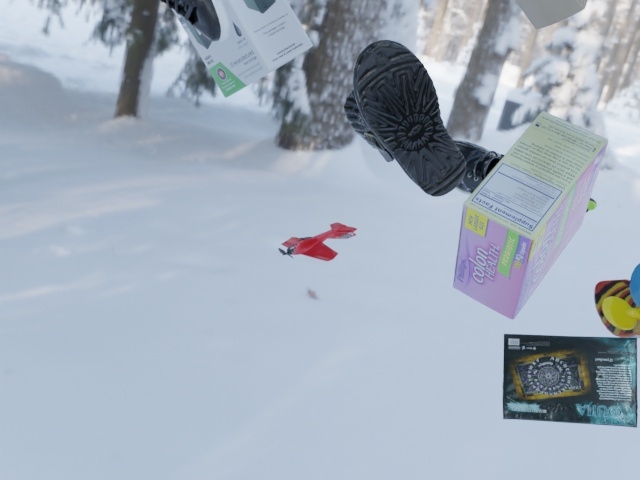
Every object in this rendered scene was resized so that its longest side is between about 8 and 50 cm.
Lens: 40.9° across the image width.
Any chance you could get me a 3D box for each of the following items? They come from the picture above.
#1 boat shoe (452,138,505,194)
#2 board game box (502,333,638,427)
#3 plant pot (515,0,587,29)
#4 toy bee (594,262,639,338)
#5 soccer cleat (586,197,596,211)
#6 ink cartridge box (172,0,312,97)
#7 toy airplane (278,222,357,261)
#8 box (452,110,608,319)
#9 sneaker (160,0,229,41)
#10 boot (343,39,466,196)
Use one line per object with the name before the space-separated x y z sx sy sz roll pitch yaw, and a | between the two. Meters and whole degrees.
boat shoe | 0.398 -0.145 1.948 0.340 0.127 0.113 40 -11 19
board game box | 0.356 0.200 1.229 0.186 0.126 0.026 0 -11 23
plant pot | 0.407 -0.442 1.476 0.096 0.109 0.109 8 -22 45
toy bee | 0.483 0.103 1.173 0.195 0.162 0.298 0 -16 1
soccer cleat | 0.624 -0.116 2.211 0.179 0.072 0.060 9 -34 27
ink cartridge box | -0.176 -0.447 1.648 0.122 0.289 0.211 -38 13 -28
toy airplane | 0.000 0.000 1.448 0.151 0.028 0.151 -7 18 2
box | 0.328 -0.039 1.354 0.117 0.213 0.243 31 59 24
sneaker | -0.231 -0.359 1.225 0.121 0.079 0.216 -28 80 -26
boot | 0.121 -0.253 1.589 0.348 0.131 0.260 58 -1 -39
